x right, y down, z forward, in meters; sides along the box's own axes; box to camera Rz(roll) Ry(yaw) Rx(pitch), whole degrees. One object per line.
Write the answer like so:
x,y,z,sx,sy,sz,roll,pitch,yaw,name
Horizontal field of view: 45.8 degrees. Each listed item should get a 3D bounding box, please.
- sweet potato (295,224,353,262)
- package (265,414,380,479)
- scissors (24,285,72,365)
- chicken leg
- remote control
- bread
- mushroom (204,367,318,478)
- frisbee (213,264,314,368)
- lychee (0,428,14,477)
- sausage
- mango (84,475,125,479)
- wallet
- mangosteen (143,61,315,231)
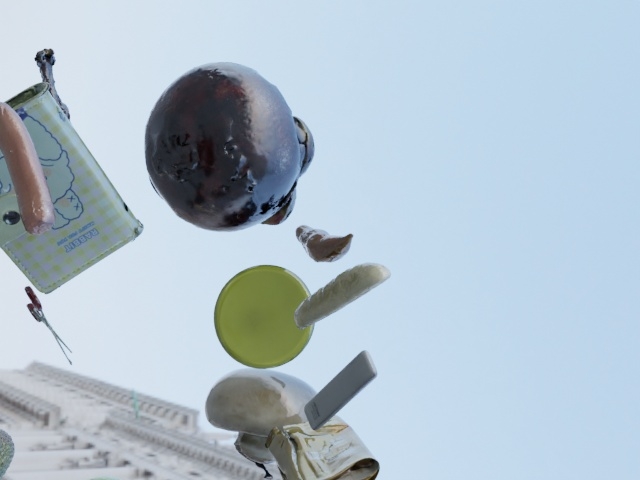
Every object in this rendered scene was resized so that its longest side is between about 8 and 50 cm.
-0.004,0.014,2.271,0.355,0.095,0.106,12,-101,65,sweet potato
-0.015,0.530,1.803,0.221,0.165,0.311,-57,-164,-1,package
-0.786,0.250,2.199,0.247,0.017,0.144,48,-34,18,scissors
-0.460,-0.207,1.326,0.106,0.051,0.253,-123,-151,-50,chicken leg
0.043,0.331,1.656,0.261,0.029,0.067,-50,-130,38,remote control
0.031,0.089,1.284,0.214,0.073,0.053,-35,-98,33,bread
-0.158,0.519,2.157,0.362,0.362,0.294,-5,-114,53,mushroom
-0.127,0.168,1.693,0.236,0.017,0.235,-2,-102,8,frisbee
-0.732,0.467,1.664,0.114,0.114,0.146,-49,-143,36,lychee
-0.356,-0.087,0.904,0.043,0.043,0.186,-45,-118,39,sausage
-0.346,0.514,1.315,0.273,0.149,0.185,9,-102,15,mango
-0.454,-0.077,1.234,0.223,0.309,0.077,-30,-139,-4,wallet
-0.210,-0.198,1.739,0.381,0.421,0.380,-3,-100,15,mangosteen
